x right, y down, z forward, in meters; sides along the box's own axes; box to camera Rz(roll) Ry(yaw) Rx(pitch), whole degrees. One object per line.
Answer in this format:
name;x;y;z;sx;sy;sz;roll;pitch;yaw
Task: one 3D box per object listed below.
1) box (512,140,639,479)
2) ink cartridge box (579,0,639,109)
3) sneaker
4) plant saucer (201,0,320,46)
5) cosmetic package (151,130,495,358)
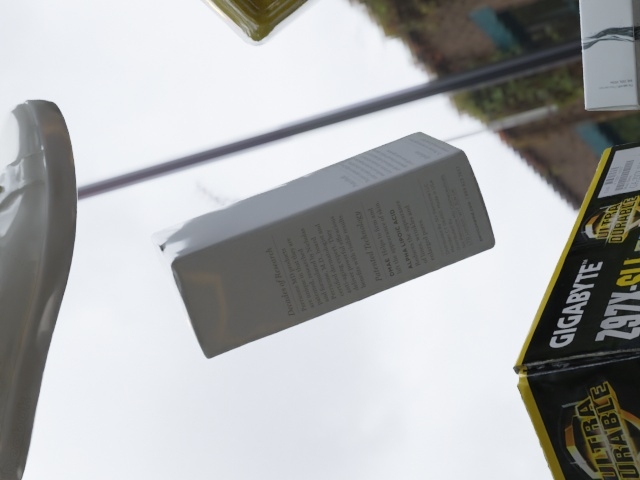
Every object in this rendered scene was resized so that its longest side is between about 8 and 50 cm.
box;0.220;0.134;0.891;0.322;0.079;0.257;67;-153;-21
ink cartridge box;0.398;-0.264;1.932;0.153;0.087;0.208;-6;-87;-42
sneaker;-0.243;0.033;1.057;0.123;0.106;0.290;14;-104;-27
plant saucer;-0.048;-0.353;1.432;0.333;0.333;0.081;41;-154;-30
cosmetic package;0.000;0.000;1.164;0.117;0.231;0.085;-138;26;-74
